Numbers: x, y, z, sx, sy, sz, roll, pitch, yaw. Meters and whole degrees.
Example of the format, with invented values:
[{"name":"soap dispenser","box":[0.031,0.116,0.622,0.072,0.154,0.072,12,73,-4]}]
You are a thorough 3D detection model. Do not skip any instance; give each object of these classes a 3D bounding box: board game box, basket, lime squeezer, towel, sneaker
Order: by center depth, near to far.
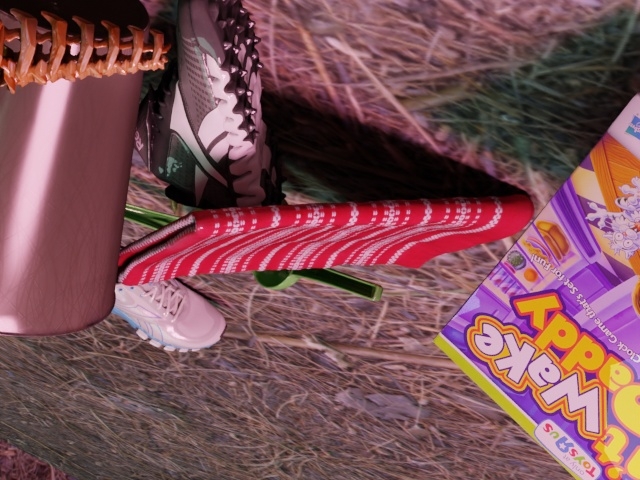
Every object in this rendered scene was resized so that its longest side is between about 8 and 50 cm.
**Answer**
[{"name":"board game box","box":[0.265,0.095,0.923,0.347,0.078,0.233,43,130,11]},{"name":"basket","box":[-0.211,-0.071,1.082,0.204,0.154,0.226,12,119,-18]},{"name":"sneaker","box":[-0.090,-0.089,1.102,0.106,0.078,0.234,0,147,8]},{"name":"towel","box":[0.000,0.000,1.180,0.275,0.031,0.199,-3,171,-27]},{"name":"lime squeezer","box":[-0.082,0.009,1.388,0.310,0.058,0.110,18,-164,16]},{"name":"sneaker","box":[-0.182,0.055,1.639,0.191,0.071,0.083,26,154,-11]}]

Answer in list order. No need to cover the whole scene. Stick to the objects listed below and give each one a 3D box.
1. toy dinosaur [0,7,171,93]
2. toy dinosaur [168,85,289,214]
[{"name":"toy dinosaur","box":[-0.253,-0.163,0.930,0.322,0.218,0.164,26,159,-18]},{"name":"toy dinosaur","box":[-0.069,-0.068,1.248,0.112,0.064,0.211,-4,143,14]}]
